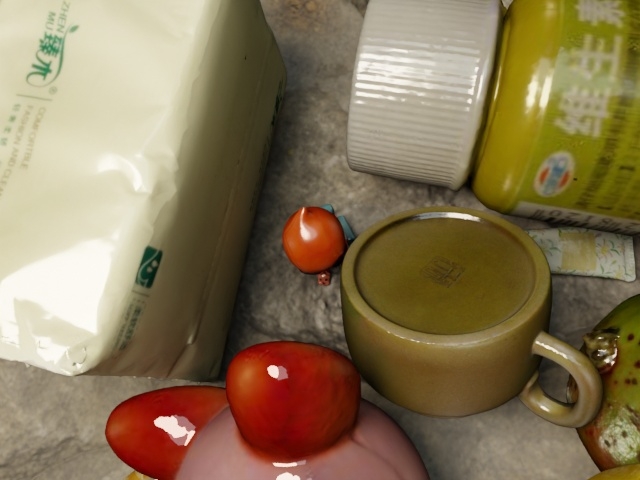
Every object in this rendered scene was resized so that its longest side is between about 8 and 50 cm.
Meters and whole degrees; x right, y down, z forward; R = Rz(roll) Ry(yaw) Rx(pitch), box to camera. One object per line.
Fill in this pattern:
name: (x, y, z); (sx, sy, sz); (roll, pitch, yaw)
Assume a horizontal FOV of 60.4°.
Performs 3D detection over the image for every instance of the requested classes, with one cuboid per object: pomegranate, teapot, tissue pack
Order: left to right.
tissue pack: (-0.176, -0.069, 0.523); (0.207, 0.297, 0.380); (10, 79, 9)
teapot: (0.126, 0.090, 0.520); (0.268, 0.175, 0.185); (28, 54, 37)
pomegranate: (0.334, 0.152, 0.496); (0.198, 0.246, 0.198); (-23, 52, 33)

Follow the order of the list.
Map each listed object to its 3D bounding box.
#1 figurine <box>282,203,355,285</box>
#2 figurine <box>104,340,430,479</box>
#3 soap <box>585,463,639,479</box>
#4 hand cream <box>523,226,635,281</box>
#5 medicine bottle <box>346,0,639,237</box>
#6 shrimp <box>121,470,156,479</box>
figurine: (0.000, 0.000, 0.568); (0.068, 0.140, 0.075); (-24, 75, 3)
figurine: (-0.012, 0.219, 0.473); (0.270, 0.211, 0.261); (-31, 73, 38)
soap: (0.220, 0.269, 0.430); (0.304, 0.339, 0.169); (-41, 93, -21)
hand cream: (0.242, 0.011, 0.595); (0.194, 0.042, 0.067); (-1, 76, 2)
medicine bottle: (0.231, -0.129, 0.537); (0.384, 0.224, 0.224); (10, 77, 9)
shrimp: (-0.159, 0.290, 0.556); (0.187, 0.051, 0.132); (-29, 75, -6)
